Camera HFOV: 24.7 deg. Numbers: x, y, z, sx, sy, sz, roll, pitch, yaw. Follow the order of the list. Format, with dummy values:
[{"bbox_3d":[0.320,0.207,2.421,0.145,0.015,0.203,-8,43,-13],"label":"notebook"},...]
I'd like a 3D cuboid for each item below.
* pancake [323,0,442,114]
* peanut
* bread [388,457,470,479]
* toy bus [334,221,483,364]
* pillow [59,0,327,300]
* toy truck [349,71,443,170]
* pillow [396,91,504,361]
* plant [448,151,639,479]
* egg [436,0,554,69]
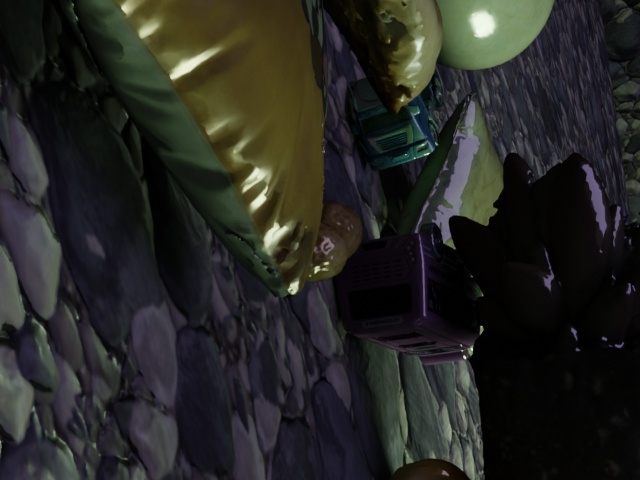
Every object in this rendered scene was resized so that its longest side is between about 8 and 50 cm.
[{"bbox_3d":[-0.003,-0.255,0.977,0.356,0.065,0.356,158,-90,-86],"label":"pancake"},{"bbox_3d":[0.000,0.000,1.077,0.113,0.054,0.054,-49,125,-68],"label":"peanut"},{"bbox_3d":[0.093,0.253,1.150,0.177,0.084,0.119,-88,159,-49],"label":"bread"},{"bbox_3d":[0.077,0.048,1.230,0.178,0.087,0.098,24,58,-65],"label":"toy bus"},{"bbox_3d":[-0.071,-0.164,0.837,0.312,0.119,0.310,61,21,-50],"label":"pillow"},{"bbox_3d":[0.074,-0.139,1.370,0.175,0.067,0.081,-74,142,-58],"label":"toy truck"},{"bbox_3d":[0.152,-0.003,1.461,0.185,0.075,0.302,-68,154,-15],"label":"pillow"},{"bbox_3d":[0.205,0.091,1.206,0.181,0.194,0.320,32,59,-78],"label":"plant"},{"bbox_3d":[0.146,-0.275,1.483,0.253,0.187,0.186,58,26,-50],"label":"egg"}]
